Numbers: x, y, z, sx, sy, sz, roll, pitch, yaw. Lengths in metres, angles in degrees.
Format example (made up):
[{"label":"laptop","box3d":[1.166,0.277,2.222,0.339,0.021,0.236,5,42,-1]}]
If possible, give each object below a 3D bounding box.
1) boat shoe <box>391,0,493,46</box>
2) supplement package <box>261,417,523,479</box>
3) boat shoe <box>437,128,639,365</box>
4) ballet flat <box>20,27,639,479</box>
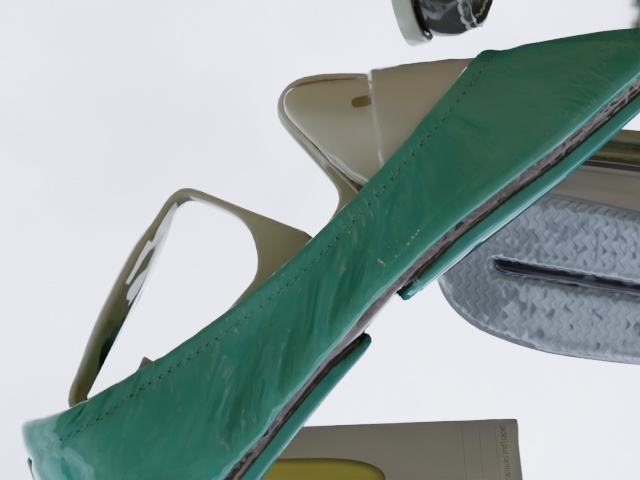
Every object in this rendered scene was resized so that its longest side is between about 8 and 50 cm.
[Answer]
[{"label":"boat shoe","box3d":[0.074,-0.182,0.754,0.068,0.081,0.228,3,-114,17]},{"label":"supplement package","box3d":[0.002,0.202,0.895,0.203,0.149,0.194,-3,-149,2]},{"label":"boat shoe","box3d":[0.196,0.008,0.722,0.302,0.109,0.094,15,-142,12]},{"label":"ballet flat","box3d":[0.000,0.000,0.579,0.087,0.083,0.247,45,-92,0]}]
